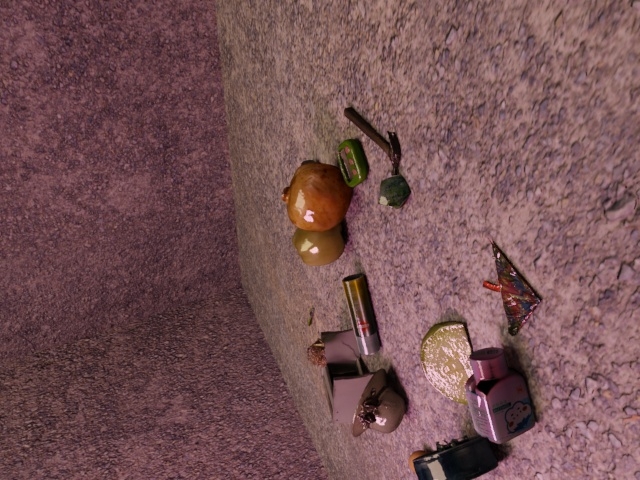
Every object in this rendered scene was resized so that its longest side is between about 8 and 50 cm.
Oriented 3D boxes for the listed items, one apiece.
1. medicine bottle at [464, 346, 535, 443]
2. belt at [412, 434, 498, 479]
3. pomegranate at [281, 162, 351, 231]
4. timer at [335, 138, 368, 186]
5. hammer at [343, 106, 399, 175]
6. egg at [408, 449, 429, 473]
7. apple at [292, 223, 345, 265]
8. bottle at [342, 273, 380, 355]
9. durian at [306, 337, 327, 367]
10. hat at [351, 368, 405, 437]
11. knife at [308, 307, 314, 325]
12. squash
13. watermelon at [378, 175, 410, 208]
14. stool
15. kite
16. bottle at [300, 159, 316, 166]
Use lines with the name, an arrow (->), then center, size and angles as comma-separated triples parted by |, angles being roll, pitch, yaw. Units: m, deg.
medicine bottle -> 0.397, 0.344, 1.234 | 0.094, 0.119, 0.188 | 177, 76, -71
belt -> 0.350, 0.589, 1.456 | 0.267, 0.207, 0.116 | 99, 152, -66
pomegranate -> -0.014, -0.144, 1.817 | 0.248, 0.248, 0.248 | 163, 90, -72
timer -> 0.099, -0.241, 1.696 | 0.140, 0.047, 0.128 | 72, 160, 3
hammer -> 0.142, -0.302, 1.549 | 0.297, 0.027, 0.125 | -125, 25, -44
egg -> 0.341, 0.741, 1.823 | 0.096, 0.080, 0.080 | -39, 69, 54
apple -> 0.000, 0.000, 1.983 | 0.200, 0.200, 0.200 | 163, 90, -72
bottle -> 0.147, 0.266, 1.952 | 0.082, 0.082, 0.286 | -165, 59, -69
durian -> -0.018, 0.421, 2.041 | 0.140, 0.071, 0.110 | 114, 149, -81
hat -> 0.224, 0.591, 1.909 | 0.130, 0.257, 0.257 | 19, 132, 26
knife -> -0.048, 0.379, 2.719 | 0.026, 0.022, 0.184 | 37, 147, 19
squash -> 0.350, 0.314, 1.511 | 0.204, 0.155, 0.236 | -6, 101, 34
watermelon -> 0.199, -0.132, 1.486 | 0.072, 0.085, 0.092 | 12, -81, -88
stool -> 0.103, 0.517, 2.094 | 0.243, 0.170, 0.269 | -109, 15, -52
kite -> 0.405, 0.105, 1.174 | 0.189, 0.009, 0.232 | -165, 61, -70
bottle -> -0.027, -0.179, 2.076 | 0.096, 0.079, 0.253 | 11, 124, 26
